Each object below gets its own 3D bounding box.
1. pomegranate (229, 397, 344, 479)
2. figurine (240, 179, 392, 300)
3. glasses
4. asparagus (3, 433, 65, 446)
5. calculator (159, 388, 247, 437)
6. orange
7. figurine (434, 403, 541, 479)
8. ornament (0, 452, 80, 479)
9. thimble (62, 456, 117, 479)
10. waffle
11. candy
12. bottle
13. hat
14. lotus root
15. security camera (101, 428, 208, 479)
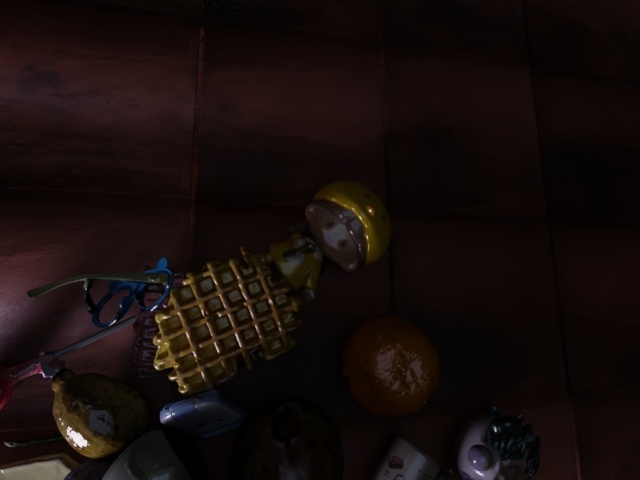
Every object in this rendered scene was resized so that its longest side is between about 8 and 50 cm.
[{"bbox_3d":[-0.050,0.462,0.833,0.242,0.242,0.306,-43,135,-17],"label":"pomegranate"},{"bbox_3d":[0.000,0.000,0.935,0.343,0.187,0.215,-29,96,-10],"label":"figurine"},{"bbox_3d":[-0.416,0.112,0.774,0.239,0.207,0.102,-20,84,27],"label":"glasses"},{"bbox_3d":[-0.570,0.400,0.810,0.114,0.014,0.015,-2,46,-14],"label":"asparagus"},{"bbox_3d":[-0.226,0.351,0.811,0.121,0.210,0.039,-17,53,2],"label":"calculator"},{"bbox_3d":[0.154,0.278,0.906,0.219,0.193,0.219,0,80,3],"label":"orange"},{"bbox_3d":[0.346,0.542,0.885,0.186,0.261,0.382,27,60,35],"label":"figurine"},{"bbox_3d":[-0.577,0.491,0.772,0.180,0.059,0.201,40,71,-2],"label":"ornament"},{"bbox_3d":[-0.416,0.491,0.759,0.150,0.097,0.150,10,76,-45],"label":"thimble"},{"bbox_3d":[-0.178,0.174,0.805,0.283,0.065,0.309,25,87,-14],"label":"waffle"},{"bbox_3d":[-0.555,0.239,0.811,0.365,0.124,0.124,-25,86,-27],"label":"candy"},{"bbox_3d":[0.148,0.565,0.884,0.120,0.120,0.253,40,74,-3],"label":"bottle"},{"bbox_3d":[-0.257,0.171,0.875,0.286,0.107,0.237,1,81,-10],"label":"hat"},{"bbox_3d":[-0.437,0.334,0.790,0.214,0.138,0.138,39,74,-8],"label":"lotus root"},{"bbox_3d":[-0.255,0.465,0.692,0.191,0.197,0.277,-37,63,-24],"label":"security camera"}]
